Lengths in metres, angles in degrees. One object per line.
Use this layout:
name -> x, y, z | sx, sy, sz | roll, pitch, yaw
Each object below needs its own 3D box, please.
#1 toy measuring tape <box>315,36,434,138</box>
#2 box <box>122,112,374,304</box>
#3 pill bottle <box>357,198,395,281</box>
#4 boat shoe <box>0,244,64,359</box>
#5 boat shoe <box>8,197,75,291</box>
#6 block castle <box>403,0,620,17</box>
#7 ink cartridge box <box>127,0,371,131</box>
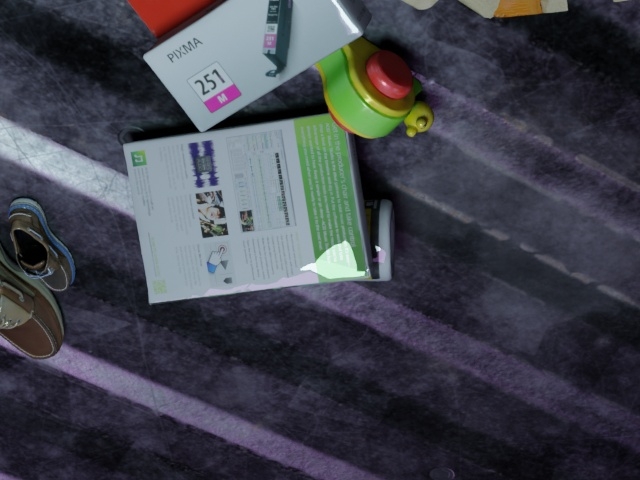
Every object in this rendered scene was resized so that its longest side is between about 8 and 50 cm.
toy measuring tape -> 0.014, -0.220, 2.024 | 0.330, 0.121, 0.121 | 30, 131, -23
box -> -0.098, -0.044, 2.172 | 0.322, 0.058, 0.232 | -7, 97, 14
pill bottle -> 0.000, 0.000, 2.250 | 0.208, 0.119, 0.119 | 0, 136, 6
boat shoe -> -0.507, 0.087, 2.396 | 0.123, 0.116, 0.324 | -17, 132, 23
boat shoe -> -0.425, 0.022, 2.355 | 0.066, 0.066, 0.183 | -10, 134, 16
block castle -> 0.274, -0.436, 1.710 | 0.453, 0.213, 0.303 | -7, 127, 7
ink cartridge box -> -0.113, -0.297, 1.948 | 0.275, 0.060, 0.239 | -28, 110, 30
